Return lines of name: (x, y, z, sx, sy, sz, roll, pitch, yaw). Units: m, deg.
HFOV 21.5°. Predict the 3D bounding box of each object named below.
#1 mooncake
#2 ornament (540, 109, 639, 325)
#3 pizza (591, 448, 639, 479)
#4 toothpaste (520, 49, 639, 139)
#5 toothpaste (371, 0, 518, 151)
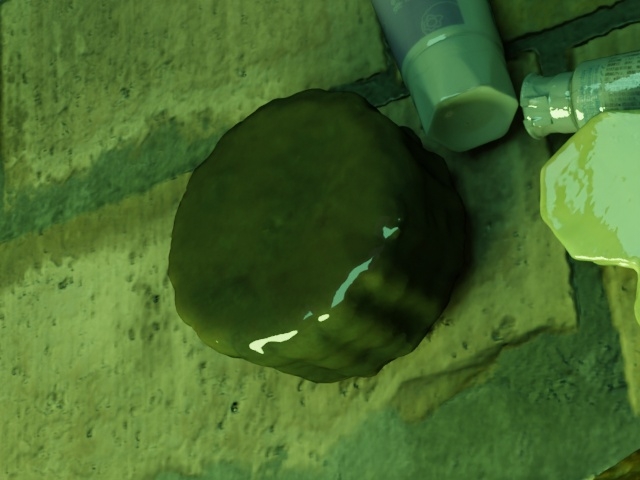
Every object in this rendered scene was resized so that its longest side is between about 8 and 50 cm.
mooncake: (0.000, 0.000, 1.298, 0.228, 0.124, 0.228, -18, 57, 31)
ornament: (0.261, -0.024, 1.149, 0.180, 0.059, 0.201, -44, 62, 14)
pizza: (0.173, 0.248, 0.969, 0.278, 0.114, 0.409, -19, 24, 35)
toothpaste: (0.258, -0.106, 1.206, 0.234, 0.057, 0.089, -3, 106, 34)
toothpaste: (0.077, -0.236, 1.377, 0.125, 0.080, 0.371, -31, 51, 20)
